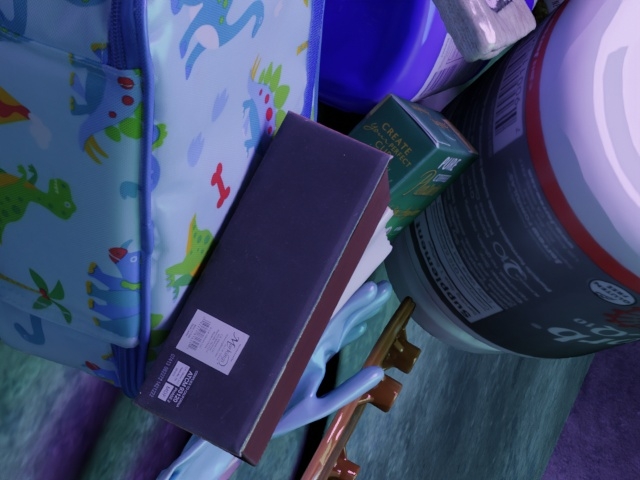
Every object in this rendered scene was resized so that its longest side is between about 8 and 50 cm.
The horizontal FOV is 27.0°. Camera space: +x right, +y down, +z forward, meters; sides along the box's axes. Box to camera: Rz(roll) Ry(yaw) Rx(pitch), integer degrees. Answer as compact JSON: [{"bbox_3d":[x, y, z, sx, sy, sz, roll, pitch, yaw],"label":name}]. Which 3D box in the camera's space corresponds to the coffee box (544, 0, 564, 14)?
[{"bbox_3d":[0.270,-0.190,1.016,0.119,0.168,0.297,-39,111,-57],"label":"coffee box"}]

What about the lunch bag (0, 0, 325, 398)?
[{"bbox_3d":[-0.060,-0.063,0.539,0.176,0.090,0.219,-53,156,-49],"label":"lunch bag"}]

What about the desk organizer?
[{"bbox_3d":[-0.019,0.021,0.530,0.130,0.047,0.050,-63,168,-13],"label":"desk organizer"}]

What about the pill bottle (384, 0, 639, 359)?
[{"bbox_3d":[0.176,-0.033,0.882,0.210,0.210,0.363,-64,-172,-17],"label":"pill bottle"}]

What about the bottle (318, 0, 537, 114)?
[{"bbox_3d":[0.068,-0.150,0.805,0.283,0.092,0.118,-31,141,-63],"label":"bottle"}]

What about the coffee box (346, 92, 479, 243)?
[{"bbox_3d":[0.000,0.000,0.722,0.184,0.040,0.113,-44,168,15],"label":"coffee box"}]

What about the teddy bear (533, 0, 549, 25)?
[{"bbox_3d":[0.268,-0.250,1.253,0.338,0.113,0.245,55,54,-68],"label":"teddy bear"}]

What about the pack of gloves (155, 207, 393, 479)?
[{"bbox_3d":[-0.025,0.103,0.715,0.232,0.046,0.195,-49,170,-10],"label":"pack of gloves"}]

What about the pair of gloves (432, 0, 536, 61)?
[{"bbox_3d":[0.059,-0.200,0.659,0.204,0.042,0.240,61,31,-12],"label":"pair of gloves"}]

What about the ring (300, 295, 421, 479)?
[{"bbox_3d":[-0.006,0.193,0.920,0.337,0.032,0.336,-61,174,-10],"label":"ring"}]
